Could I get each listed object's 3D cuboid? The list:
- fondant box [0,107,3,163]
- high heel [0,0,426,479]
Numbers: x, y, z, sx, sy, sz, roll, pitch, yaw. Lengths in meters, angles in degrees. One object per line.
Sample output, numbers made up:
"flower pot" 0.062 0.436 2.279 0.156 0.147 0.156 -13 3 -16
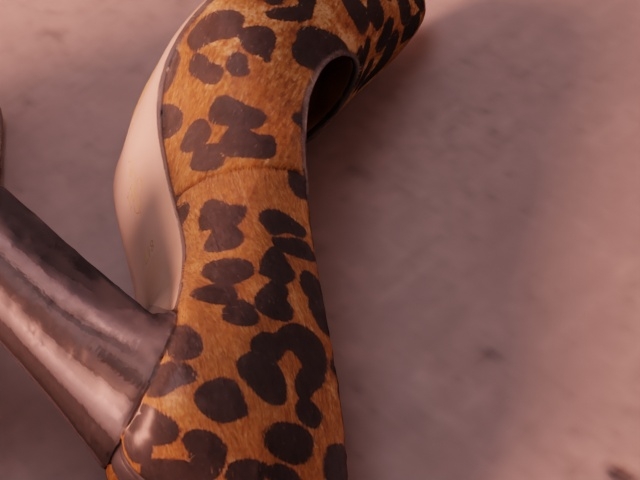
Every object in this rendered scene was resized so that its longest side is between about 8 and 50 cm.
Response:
"fondant box" -0.245 0.048 0.659 0.238 0.096 0.330 -16 42 6
"high heel" 0.000 0.000 0.651 0.186 0.093 0.261 43 48 16
